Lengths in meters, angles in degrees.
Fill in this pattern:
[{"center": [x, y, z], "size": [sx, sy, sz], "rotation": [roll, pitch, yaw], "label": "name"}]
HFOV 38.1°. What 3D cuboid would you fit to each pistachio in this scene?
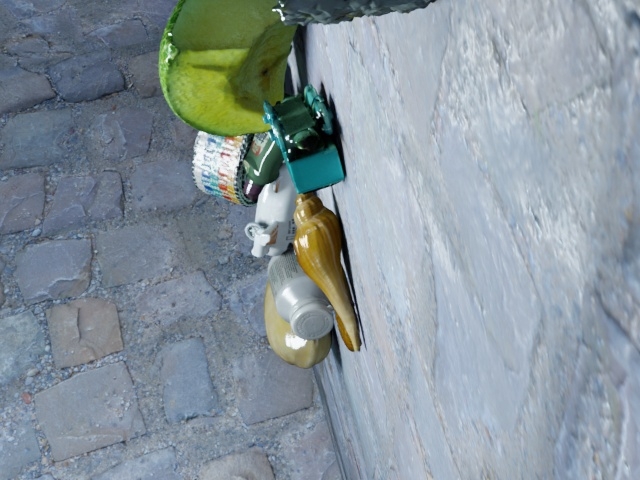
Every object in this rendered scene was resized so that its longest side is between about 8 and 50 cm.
[{"center": [-0.055, 0.196, 2.291], "size": [0.293, 0.162, 0.181], "rotation": [-103, 22, -44], "label": "pistachio"}]

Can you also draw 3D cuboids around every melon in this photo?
[{"center": [-0.149, -0.317, 1.654], "size": [0.331, 0.226, 0.343], "rotation": [-61, 2, -30], "label": "melon"}]

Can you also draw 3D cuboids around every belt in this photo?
[{"center": [-0.154, -0.223, 2.036], "size": [0.207, 0.161, 0.295], "rotation": [14, -83, -68], "label": "belt"}]

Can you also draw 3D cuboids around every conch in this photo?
[{"center": [0.005, 0.050, 1.711], "size": [0.109, 0.093, 0.330], "rotation": [-169, 66, -76], "label": "conch"}]

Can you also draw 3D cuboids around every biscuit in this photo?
[{"center": [0.043, 0.131, 1.848], "size": [0.188, 0.027, 0.187], "rotation": [169, 90, -84], "label": "biscuit"}]

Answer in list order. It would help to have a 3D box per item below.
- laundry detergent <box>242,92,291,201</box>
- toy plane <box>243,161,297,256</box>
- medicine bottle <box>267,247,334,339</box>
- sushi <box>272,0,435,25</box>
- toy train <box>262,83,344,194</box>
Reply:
[{"center": [-0.107, -0.187, 1.882], "size": [0.221, 0.078, 0.144], "rotation": [-66, 26, 19], "label": "laundry detergent"}, {"center": [-0.081, -0.065, 1.995], "size": [0.245, 0.117, 0.244], "rotation": [18, -90, -81], "label": "toy plane"}, {"center": [-0.037, 0.116, 2.044], "size": [0.215, 0.135, 0.135], "rotation": [-111, 10, -52], "label": "medicine bottle"}, {"center": [0.016, -0.259, 0.713], "size": [0.274, 0.139, 0.184], "rotation": [-100, -3, -77], "label": "sushi"}, {"center": [-0.026, -0.166, 1.533], "size": [0.198, 0.107, 0.154], "rotation": [-112, 4, -61], "label": "toy train"}]
